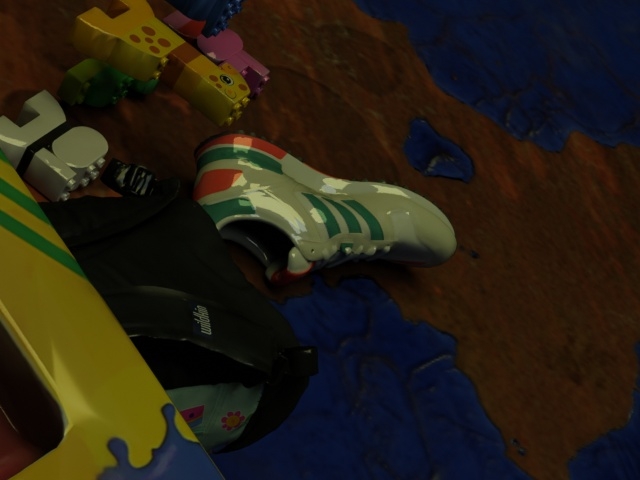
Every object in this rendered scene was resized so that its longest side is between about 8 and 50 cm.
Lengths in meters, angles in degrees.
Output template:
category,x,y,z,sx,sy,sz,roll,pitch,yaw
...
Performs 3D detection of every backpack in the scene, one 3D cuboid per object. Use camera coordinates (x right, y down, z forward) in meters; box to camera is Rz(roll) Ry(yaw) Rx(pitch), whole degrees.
category,x,y,z,sx,sy,sz,roll,pitch,yaw
backpack,-0.114,0.050,0.752,0.182,0.115,0.152,-9,42,-41

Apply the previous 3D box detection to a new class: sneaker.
category,x,y,z,sx,sy,sz,roll,pitch,yaw
sneaker,0.000,0.000,0.954,0.161,0.057,0.075,20,55,-20

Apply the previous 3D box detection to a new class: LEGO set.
category,x,y,z,sx,sy,sz,roll,pitch,yaw
LEGO set,-0.079,-0.092,0.960,0.093,0.087,0.227,39,38,7

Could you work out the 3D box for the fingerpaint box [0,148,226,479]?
category,x,y,z,sx,sy,sz,roll,pitch,yaw
fingerpaint box,-0.258,0.104,0.418,0.445,0.163,0.371,-32,87,-42
